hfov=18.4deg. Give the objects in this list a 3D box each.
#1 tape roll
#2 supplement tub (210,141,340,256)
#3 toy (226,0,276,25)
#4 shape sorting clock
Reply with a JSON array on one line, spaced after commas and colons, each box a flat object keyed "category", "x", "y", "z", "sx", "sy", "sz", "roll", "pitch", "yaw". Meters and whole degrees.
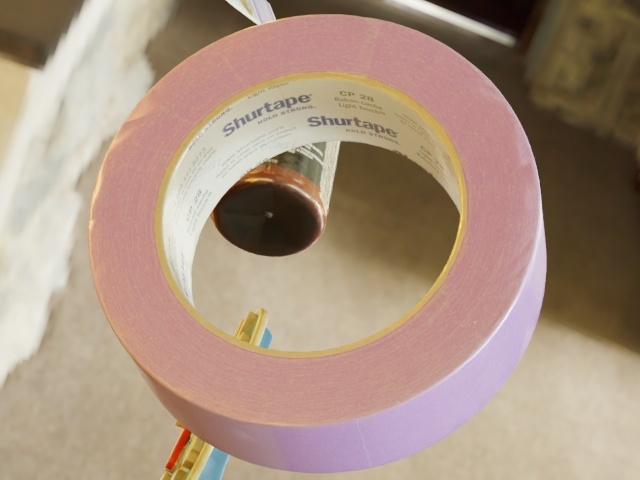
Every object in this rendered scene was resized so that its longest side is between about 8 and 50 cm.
[{"category": "tape roll", "x": 0.000, "y": 0.000, "z": 1.216, "sx": 0.275, "sy": 0.275, "sz": 0.090, "roll": 30, "pitch": -17, "yaw": 20}, {"category": "supplement tub", "x": -0.034, "y": -0.087, "z": 1.772, "sx": 0.106, "sy": 0.106, "sz": 0.198, "roll": 18, "pitch": 46, "yaw": -8}, {"category": "toy", "x": -0.081, "y": -0.259, "z": 1.558, "sx": 0.237, "sy": 0.056, "sz": 0.137, "roll": 39, "pitch": 28, "yaw": -62}, {"category": "shape sorting clock", "x": -0.091, "y": 0.144, "z": 1.522, "sx": 0.040, "sy": 0.206, "sz": 0.206, "roll": 23, "pitch": 23, "yaw": -7}]
